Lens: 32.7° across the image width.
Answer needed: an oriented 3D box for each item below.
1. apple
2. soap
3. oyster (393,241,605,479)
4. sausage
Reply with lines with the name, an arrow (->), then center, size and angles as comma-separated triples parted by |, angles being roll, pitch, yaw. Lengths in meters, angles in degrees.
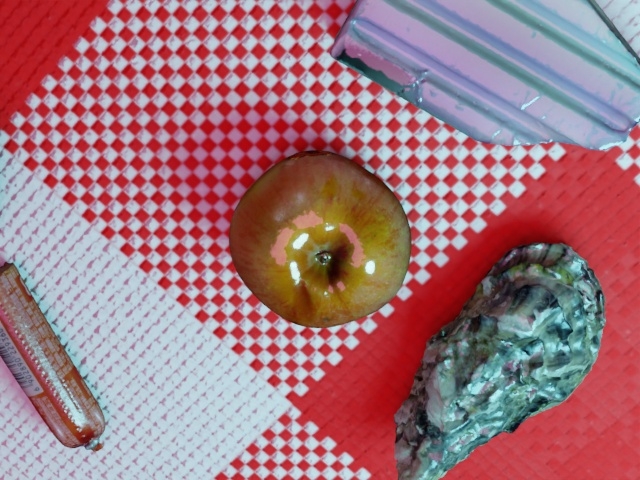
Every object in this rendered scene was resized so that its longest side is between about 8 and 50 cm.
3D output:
apple -> 0.000, 0.000, 1.242 | 0.209, 0.164, 0.209 | 1, 108, 3
soap -> 0.195, -0.209, 1.179 | 0.324, 0.109, 0.193 | 29, 110, -3
oyster -> 0.202, 0.158, 1.292 | 0.162, 0.158, 0.351 | 41, 96, 28
sausage -> -0.351, 0.158, 1.381 | 0.074, 0.074, 0.274 | -25, 104, 13
